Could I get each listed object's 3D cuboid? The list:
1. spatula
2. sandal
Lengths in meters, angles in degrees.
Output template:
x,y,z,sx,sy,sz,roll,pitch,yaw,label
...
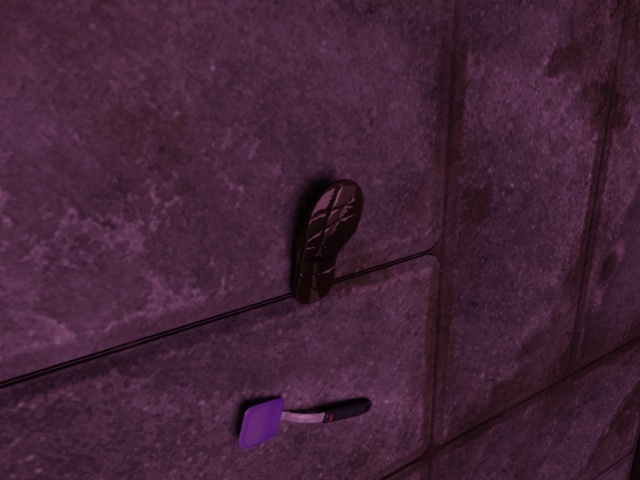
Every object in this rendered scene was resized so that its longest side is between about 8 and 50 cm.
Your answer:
x,y,z,sx,sy,sz,roll,pitch,yaw,label
-0.017,0.313,0.995,0.297,0.030,0.084,5,105,-37,spatula
0.000,0.000,0.880,0.090,0.060,0.219,-2,122,-28,sandal
